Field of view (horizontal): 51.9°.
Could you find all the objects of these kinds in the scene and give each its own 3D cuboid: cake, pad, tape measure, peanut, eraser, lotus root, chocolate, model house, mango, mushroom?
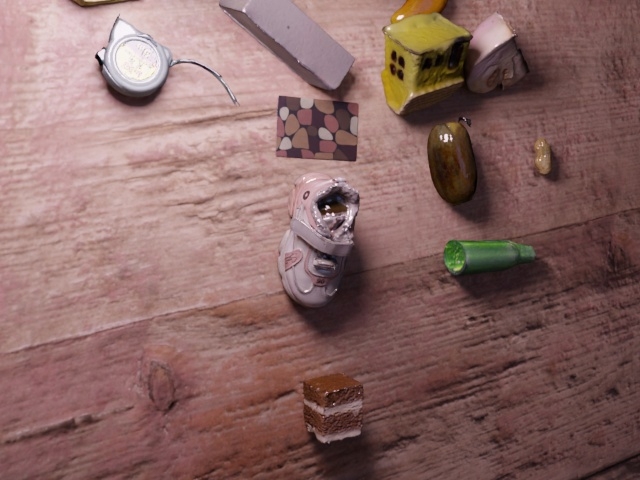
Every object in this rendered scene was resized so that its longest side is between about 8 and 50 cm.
[{"bbox_3d":[0.035,0.439,1.725,0.134,0.135,0.147,-9,97,-26],"label":"cake"},{"bbox_3d":[-0.006,-0.293,1.729,0.234,0.003,0.158,1,93,-24],"label":"pad"},{"bbox_3d":[-0.353,-0.367,1.525,0.330,0.084,0.164,32,83,-21],"label":"tape measure"},{"bbox_3d":[0.679,-0.256,2.008,0.053,0.054,0.113,-9,95,-23],"label":"peanut"},{"bbox_3d":[-0.082,-0.517,1.642,0.352,0.077,0.111,36,76,-21],"label":"eraser"},{"bbox_3d":[0.368,-0.216,1.832,0.122,0.124,0.241,-16,98,-37],"label":"lotus root"},{"bbox_3d":[0.505,0.046,1.929,0.291,0.110,0.110,-2,94,-26],"label":"chocolate"},{"bbox_3d":[0.268,-0.458,1.757,0.193,0.175,0.234,-23,143,-23],"label":"model house"},{"bbox_3d":[0.274,-0.632,1.786,0.184,0.085,0.102,-44,110,-10],"label":"mango"},{"bbox_3d":[0.469,-0.530,1.868,0.236,0.173,0.162,33,34,-58],"label":"mushroom"}]

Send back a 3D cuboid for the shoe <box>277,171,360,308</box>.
[{"bbox_3d":[-0.003,0.001,1.645,0.171,0.198,0.351,-1,93,-21],"label":"shoe"}]

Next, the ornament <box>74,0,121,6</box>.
[{"bbox_3d":[-0.473,-0.606,1.475,0.180,0.059,0.201,31,79,-25],"label":"ornament"}]
